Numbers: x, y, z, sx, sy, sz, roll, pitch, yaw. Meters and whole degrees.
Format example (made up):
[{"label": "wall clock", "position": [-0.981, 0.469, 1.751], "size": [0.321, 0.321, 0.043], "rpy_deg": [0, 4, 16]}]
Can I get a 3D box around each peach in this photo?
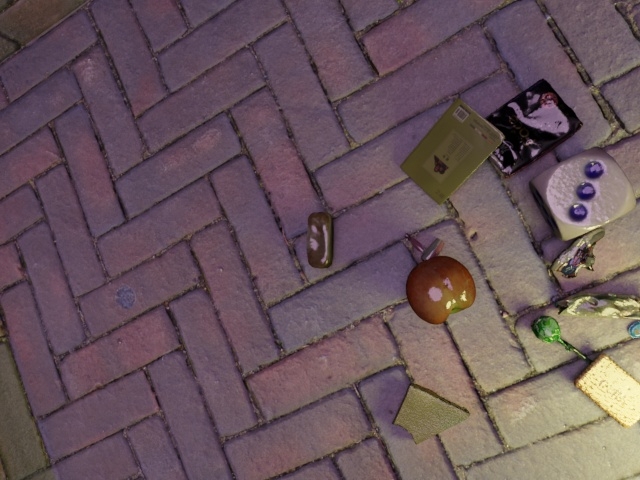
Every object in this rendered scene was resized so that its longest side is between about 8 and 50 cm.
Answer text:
[{"label": "peach", "position": [0.443, 0.181, 1.726], "size": [0.253, 0.252, 0.252], "rpy_deg": [-1, 87, 14]}]

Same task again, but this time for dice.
[{"label": "dice", "position": [0.911, -0.161, 1.621], "size": [0.259, 0.243, 0.251], "rpy_deg": [-28, 81, 14]}]

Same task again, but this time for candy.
[{"label": "candy", "position": [0.000, 0.000, 1.909], "size": [0.102, 0.104, 0.233], "rpy_deg": [3, 88, 14]}, {"label": "candy", "position": [0.917, 0.396, 1.679], "size": [0.323, 0.097, 0.097], "rpy_deg": [39, 97, 6]}]

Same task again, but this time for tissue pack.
[{"label": "tissue pack", "position": [0.766, -0.415, 1.728], "size": [0.332, 0.123, 0.245], "rpy_deg": [-34, 77, 10]}]

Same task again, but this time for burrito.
[{"label": "burrito", "position": [1.018, 0.234, 1.660], "size": [0.309, 0.066, 0.096], "rpy_deg": [-2, 89, 17]}]

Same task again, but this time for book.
[{"label": "book", "position": [0.498, -0.339, 1.775], "size": [0.239, 0.035, 0.352], "rpy_deg": [47, 121, 14]}]

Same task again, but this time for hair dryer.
[{"label": "hair dryer", "position": [0.404, 0.016, 1.839], "size": [0.154, 0.054, 0.106], "rpy_deg": [32, 91, 18]}]

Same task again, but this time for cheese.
[{"label": "cheese", "position": [1.149, 0.303, 1.647], "size": [0.047, 0.017, 0.111], "rpy_deg": [38, 96, 10]}]

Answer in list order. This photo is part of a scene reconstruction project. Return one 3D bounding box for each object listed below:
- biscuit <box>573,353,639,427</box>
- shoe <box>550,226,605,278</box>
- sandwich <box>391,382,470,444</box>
[{"label": "biscuit", "position": [1.047, 0.535, 1.638], "size": [0.250, 0.030, 0.160], "rpy_deg": [40, 98, 3]}, {"label": "shoe", "position": [0.954, 0.056, 1.664], "size": [0.227, 0.099, 0.125], "rpy_deg": [-45, 70, 13]}, {"label": "sandwich", "position": [0.424, 0.700, 1.793], "size": [0.245, 0.063, 0.212], "rpy_deg": [24, 97, 15]}]
